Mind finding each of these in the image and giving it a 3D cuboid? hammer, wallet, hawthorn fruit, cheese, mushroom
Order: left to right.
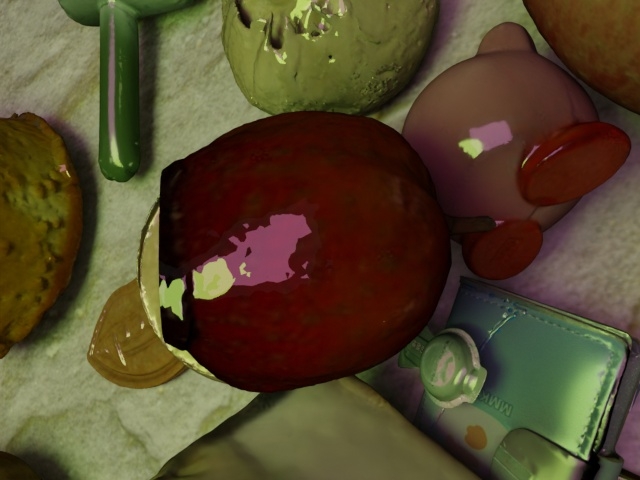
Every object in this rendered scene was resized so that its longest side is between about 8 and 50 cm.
[{"bbox_3d":[-0.253,-0.242,0.713,0.206,0.119,0.336,1,90,25],"label":"hammer"},{"bbox_3d":[0.000,0.000,0.406,0.249,0.215,0.215,-14,78,12],"label":"hawthorn fruit"},{"bbox_3d":[0.001,0.342,0.436,0.313,0.224,0.397,29,118,29],"label":"mushroom"},{"bbox_3d":[0.103,0.104,0.481,0.067,0.026,0.120,-69,22,2],"label":"cheese"},{"bbox_3d":[0.155,0.173,0.469,0.176,0.075,0.251,21,93,47],"label":"wallet"}]

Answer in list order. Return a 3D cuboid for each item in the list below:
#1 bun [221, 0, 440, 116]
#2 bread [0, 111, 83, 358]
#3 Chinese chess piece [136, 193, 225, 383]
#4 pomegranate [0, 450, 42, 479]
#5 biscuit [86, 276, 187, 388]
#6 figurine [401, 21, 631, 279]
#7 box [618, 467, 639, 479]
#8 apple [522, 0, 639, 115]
[{"bbox_3d":[-0.005,-0.250,0.572,0.259,0.152,0.260,-4,80,23],"label":"bun"},{"bbox_3d":[-0.494,-0.020,0.735,0.336,0.204,0.358,2,81,21],"label":"bread"},{"bbox_3d":[-0.071,0.028,0.580,0.249,0.103,0.250,-2,81,16],"label":"Chinese chess piece"},{"bbox_3d":[-0.450,0.378,0.631,0.281,0.281,0.281,-3,82,24],"label":"pomegranate"},{"bbox_3d":[-0.211,0.109,0.686,0.220,0.029,0.142,-30,72,18],"label":"biscuit"},{"bbox_3d":[0.149,-0.078,0.475,0.173,0.173,0.173,-3,82,24],"label":"figurine"},{"bbox_3d":[0.274,0.266,0.445,0.193,0.030,0.121,20,92,26],"label":"box"},{"bbox_3d":[0.288,-0.241,0.346,0.344,0.269,0.345,-1,74,2],"label":"apple"}]
